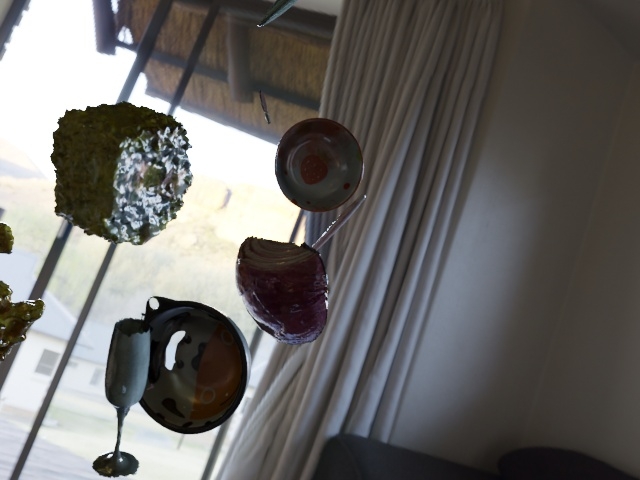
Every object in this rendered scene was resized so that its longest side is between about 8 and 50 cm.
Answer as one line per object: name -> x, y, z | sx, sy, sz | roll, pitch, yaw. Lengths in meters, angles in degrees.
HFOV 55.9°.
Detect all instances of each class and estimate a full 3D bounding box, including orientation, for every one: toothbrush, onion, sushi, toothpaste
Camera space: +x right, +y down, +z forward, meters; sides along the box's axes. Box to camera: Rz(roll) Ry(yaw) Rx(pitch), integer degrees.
toothbrush -> 0.000, 0.000, 1.438 | 0.029, 0.307, 0.025 | 47, 15, 17
onion -> -0.109, 0.124, 1.343 | 0.250, 0.248, 0.111 | 8, 14, 35
sushi -> -0.517, -0.175, 1.611 | 0.240, 0.352, 0.396 | 20, 23, 15
toothpaste -> -0.054, -0.617, 1.473 | 0.047, 0.069, 0.268 | 26, -46, -36

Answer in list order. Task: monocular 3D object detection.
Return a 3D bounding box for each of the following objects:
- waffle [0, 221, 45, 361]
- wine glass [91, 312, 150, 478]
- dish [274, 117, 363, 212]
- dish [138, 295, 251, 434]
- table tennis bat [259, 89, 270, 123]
waffle -> -0.617, 0.099, 0.999 | 0.151, 0.261, 0.324 | 29, -39, 22
wine glass -> -0.293, 0.232, 0.900 | 0.074, 0.262, 0.074 | 11, 19, -4
dish -> -0.014, -0.211, 1.702 | 0.260, 0.260, 0.085 | 23, -1, -17
dish -> -0.263, 0.258, 1.281 | 0.303, 0.303, 0.120 | 16, 3, 17
table tennis bat -> -0.135, -0.322, 1.458 | 0.007, 0.083, 0.050 | -11, 26, 7
